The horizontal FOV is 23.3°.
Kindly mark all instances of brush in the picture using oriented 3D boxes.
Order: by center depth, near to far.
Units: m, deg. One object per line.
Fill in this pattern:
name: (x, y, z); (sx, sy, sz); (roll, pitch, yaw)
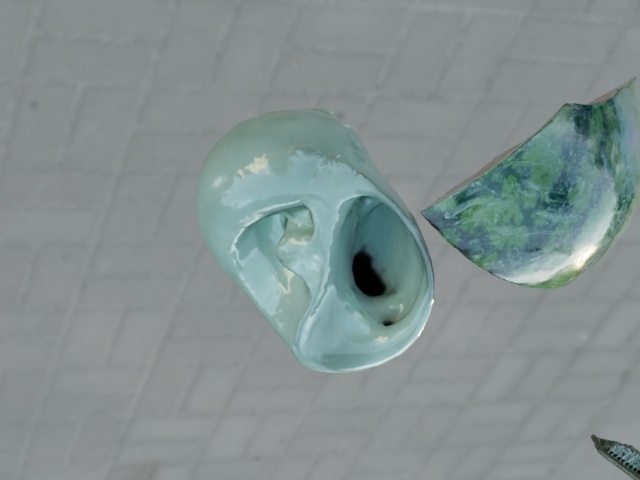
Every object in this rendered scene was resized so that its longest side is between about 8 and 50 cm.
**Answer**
brush: (0.375, 0.268, 1.729); (0.190, 0.034, 0.027); (38, 104, -20)

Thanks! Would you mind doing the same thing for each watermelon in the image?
watermelon: (0.275, -0.071, 1.789); (0.260, 0.176, 0.256); (-36, 139, 18)

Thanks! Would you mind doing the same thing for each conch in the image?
conch: (0.002, -0.004, 1.213); (0.185, 0.121, 0.221); (-3, 123, 45)
